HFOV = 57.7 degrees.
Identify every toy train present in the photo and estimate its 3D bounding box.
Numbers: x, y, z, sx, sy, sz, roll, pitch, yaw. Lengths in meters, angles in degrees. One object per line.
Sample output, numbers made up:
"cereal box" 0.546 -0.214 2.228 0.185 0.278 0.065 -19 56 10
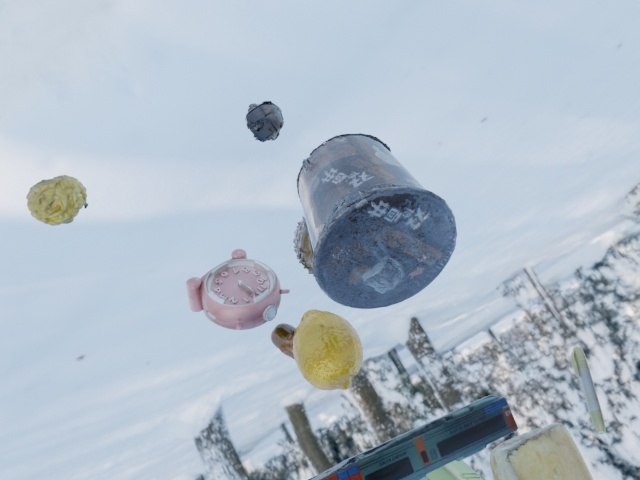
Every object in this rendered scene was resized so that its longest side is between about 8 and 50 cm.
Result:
"toy train" 0.173 0.396 1.069 0.409 0.089 0.086 -18 166 -19

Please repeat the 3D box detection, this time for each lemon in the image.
"lemon" 0.013 0.220 1.193 0.142 0.187 0.142 -20 149 -12

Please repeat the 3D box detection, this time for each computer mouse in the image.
"computer mouse" -0.183 -0.415 1.980 0.077 0.146 0.242 -34 -166 32

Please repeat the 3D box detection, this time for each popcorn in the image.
"popcorn" -0.795 -0.125 1.766 0.180 0.180 0.170 -34 141 6

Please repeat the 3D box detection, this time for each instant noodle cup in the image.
"instant noodle cup" 0.068 -0.042 0.883 0.217 0.207 0.218 -9 129 -11

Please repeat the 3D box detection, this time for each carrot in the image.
"carrot" -0.057 0.313 1.685 0.087 0.193 0.087 -47 156 -28

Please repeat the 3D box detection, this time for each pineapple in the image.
"pineapple" 0.000 0.000 1.620 0.201 0.202 0.362 -28 -171 -13

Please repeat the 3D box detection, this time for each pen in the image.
"pen" 0.661 0.366 1.440 0.040 0.234 0.032 10 137 -7

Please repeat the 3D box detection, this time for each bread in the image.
"bread" 0.265 0.288 0.705 0.125 0.106 0.082 -12 155 -33

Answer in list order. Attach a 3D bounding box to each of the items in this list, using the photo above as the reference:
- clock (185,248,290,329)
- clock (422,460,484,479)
"clock" -0.218 0.162 1.626 0.227 0.241 0.142 -36 138 -37
"clock" 0.325 0.788 1.676 0.117 0.286 0.349 13 101 -31
